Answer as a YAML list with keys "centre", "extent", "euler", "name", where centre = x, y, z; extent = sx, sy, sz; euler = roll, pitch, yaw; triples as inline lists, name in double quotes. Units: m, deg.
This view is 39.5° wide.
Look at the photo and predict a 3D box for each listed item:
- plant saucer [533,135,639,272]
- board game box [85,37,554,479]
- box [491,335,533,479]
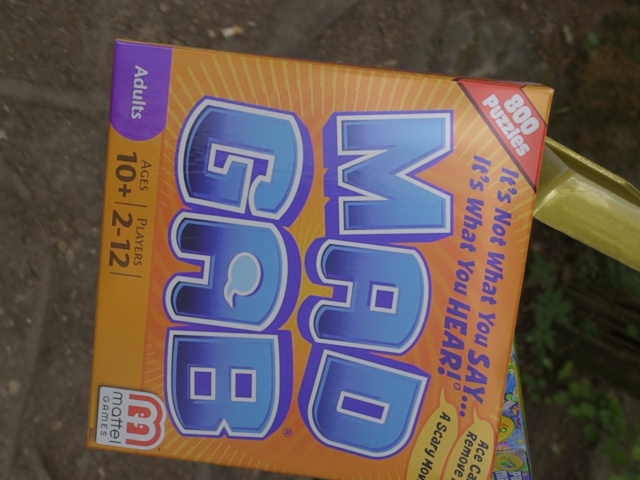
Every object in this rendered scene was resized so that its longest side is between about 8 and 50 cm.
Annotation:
- centre: [0.427, -0.070, 1.418]
  extent: [0.333, 0.332, 0.081]
  euler: [25, 110, -16]
  name: "plant saucer"
- centre: [0.000, 0.000, 0.904]
  extent: [0.357, 0.356, 0.356]
  euler: [7, 100, 3]
  name: "board game box"
- centre: [0.193, 0.221, 1.235]
  extent: [0.177, 0.279, 0.290]
  euler: [-8, 143, 12]
  name: "box"
